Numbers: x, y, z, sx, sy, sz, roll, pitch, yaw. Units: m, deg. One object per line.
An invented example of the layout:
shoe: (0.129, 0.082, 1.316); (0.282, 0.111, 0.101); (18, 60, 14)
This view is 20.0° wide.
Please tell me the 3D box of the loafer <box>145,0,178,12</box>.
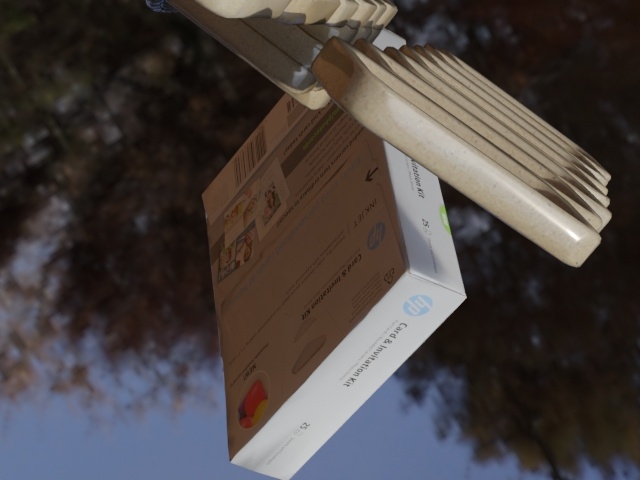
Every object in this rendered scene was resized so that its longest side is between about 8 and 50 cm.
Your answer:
loafer: (-0.042, -0.137, 0.760); (0.056, 0.050, 0.148); (-2, 166, -18)

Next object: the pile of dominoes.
pile of dominoes: (-0.021, -0.053, 0.424); (0.040, 0.196, 0.251); (-53, 177, 11)

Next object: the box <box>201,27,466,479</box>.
box: (0.000, 0.000, 0.887); (0.145, 0.038, 0.186); (-49, -148, 31)
